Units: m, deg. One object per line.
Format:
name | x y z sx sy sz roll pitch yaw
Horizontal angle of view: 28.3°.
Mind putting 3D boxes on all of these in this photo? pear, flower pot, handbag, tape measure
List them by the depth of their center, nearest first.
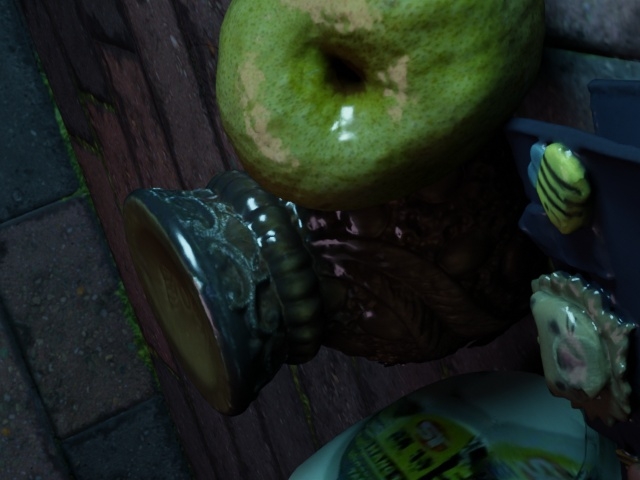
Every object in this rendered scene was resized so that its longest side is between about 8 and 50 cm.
handbag | 0.234 0.072 0.708 0.329 0.122 0.303 26 137 65
pear | 0.041 -0.129 0.835 0.228 0.211 0.188 -39 94 27
tape measure | 0.118 0.224 0.987 0.259 0.262 0.138 37 153 55
flower pot | 0.000 0.000 1.021 0.266 0.267 0.266 54 158 34
